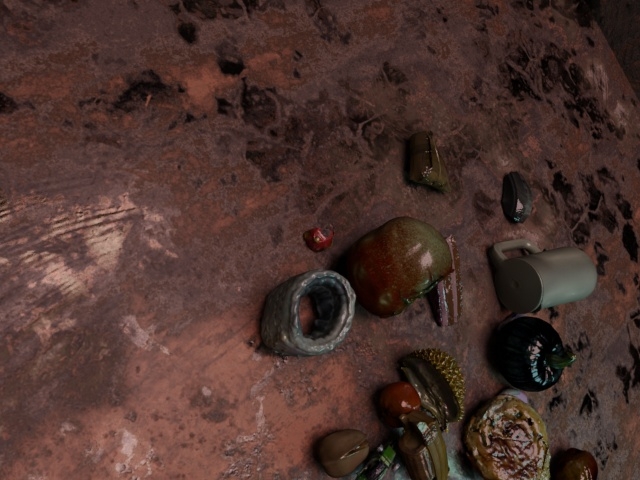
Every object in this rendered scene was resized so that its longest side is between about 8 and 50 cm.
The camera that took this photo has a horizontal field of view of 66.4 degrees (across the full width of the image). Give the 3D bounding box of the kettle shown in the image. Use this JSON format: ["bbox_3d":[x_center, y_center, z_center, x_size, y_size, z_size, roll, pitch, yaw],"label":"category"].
[{"bbox_3d":[0.790,0.111,1.744,0.317,0.205,0.265,-8,83,-30],"label":"kettle"}]

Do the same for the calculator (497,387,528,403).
[{"bbox_3d":[0.636,0.612,1.600,0.141,0.045,0.246,4,75,-30],"label":"calculator"}]

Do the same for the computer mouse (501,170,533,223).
[{"bbox_3d":[0.771,-0.172,1.887,0.126,0.071,0.231,25,64,-23],"label":"computer mouse"}]

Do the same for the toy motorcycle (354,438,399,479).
[{"bbox_3d":[0.148,0.577,1.268,0.074,0.106,0.190,47,19,15],"label":"toy motorcycle"}]

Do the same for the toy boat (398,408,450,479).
[{"bbox_3d":[0.272,0.571,1.308,0.115,0.089,0.311,-37,125,-32],"label":"toy boat"}]

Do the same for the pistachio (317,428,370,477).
[{"bbox_3d":[0.059,0.532,1.238,0.149,0.113,0.113,-17,85,-32],"label":"pistachio"}]

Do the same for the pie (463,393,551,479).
[{"bbox_3d":[0.583,0.616,1.497,0.307,0.085,0.309,3,71,-9],"label":"pie"}]

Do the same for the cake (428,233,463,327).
[{"bbox_3d":[0.387,0.131,1.575,0.115,0.112,0.296,-16,98,-32],"label":"cake"}]

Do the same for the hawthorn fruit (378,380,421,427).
[{"bbox_3d":[0.217,0.452,1.354,0.127,0.128,0.128,9,72,-29],"label":"hawthorn fruit"}]

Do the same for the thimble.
[{"bbox_3d":[-0.030,0.188,1.244,0.250,0.171,0.205,-38,99,-35],"label":"thimble"}]

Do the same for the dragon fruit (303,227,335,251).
[{"bbox_3d":[0.000,0.000,1.383,0.083,0.056,0.060,12,70,-30],"label":"dragon fruit"}]

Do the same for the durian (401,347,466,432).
[{"bbox_3d":[0.344,0.415,1.395,0.137,0.193,0.238,-14,90,-42],"label":"durian"}]

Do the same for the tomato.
[{"bbox_3d":[0.214,0.066,1.384,0.303,0.303,0.239,-28,76,-34],"label":"tomato"}]

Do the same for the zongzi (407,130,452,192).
[{"bbox_3d":[0.385,-0.265,1.671,0.197,0.099,0.195,16,69,-38],"label":"zongzi"}]

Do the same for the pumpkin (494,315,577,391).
[{"bbox_3d":[0.708,0.374,1.593,0.247,0.248,0.248,9,72,-29],"label":"pumpkin"}]

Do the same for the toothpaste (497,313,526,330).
[{"bbox_3d":[0.677,0.282,1.728,0.169,0.028,0.045,-18,79,-35],"label":"toothpaste"}]

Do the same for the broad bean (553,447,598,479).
[{"bbox_3d":[0.849,0.809,1.629,0.156,0.121,0.229,46,61,-42],"label":"broad bean"}]
